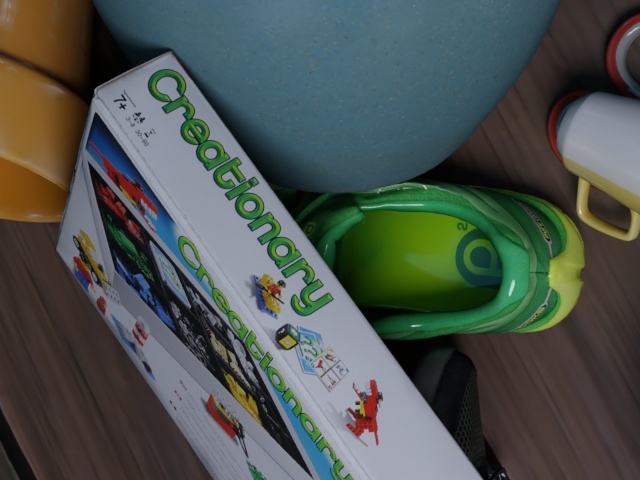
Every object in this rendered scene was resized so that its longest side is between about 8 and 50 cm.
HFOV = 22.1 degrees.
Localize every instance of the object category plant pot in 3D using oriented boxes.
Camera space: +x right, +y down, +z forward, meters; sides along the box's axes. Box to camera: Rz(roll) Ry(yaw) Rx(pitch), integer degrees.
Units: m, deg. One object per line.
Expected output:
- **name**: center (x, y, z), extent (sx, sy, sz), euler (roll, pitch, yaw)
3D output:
- **plant pot**: center (-0.220, -0.131, 1.004), extent (0.205, 0.205, 0.188), euler (8, 76, 21)
- **plant pot**: center (0.008, -0.142, 0.888), extent (0.290, 0.290, 0.195), euler (9, 126, 21)

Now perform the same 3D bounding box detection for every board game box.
- **board game box**: center (-0.026, 0.075, 0.835), extent (0.053, 0.193, 0.305), euler (-31, 78, -25)

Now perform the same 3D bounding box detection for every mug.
- **mug**: center (0.162, -0.045, 0.899), extent (0.064, 0.062, 0.078), euler (26, 92, 28)

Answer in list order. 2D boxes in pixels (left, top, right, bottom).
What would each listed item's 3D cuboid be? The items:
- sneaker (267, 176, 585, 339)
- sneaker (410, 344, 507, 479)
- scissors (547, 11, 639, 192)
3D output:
- **sneaker**: center (0.000, 0.000, 0.943), extent (0.296, 0.123, 0.109), euler (1, 90, 21)
- **sneaker**: center (0.101, 0.173, 0.924), extent (0.130, 0.087, 0.227), euler (2, 93, 19)
- **scissors**: center (0.268, -0.029, 0.901), extent (0.297, 0.021, 0.109), euler (29, 97, 18)
